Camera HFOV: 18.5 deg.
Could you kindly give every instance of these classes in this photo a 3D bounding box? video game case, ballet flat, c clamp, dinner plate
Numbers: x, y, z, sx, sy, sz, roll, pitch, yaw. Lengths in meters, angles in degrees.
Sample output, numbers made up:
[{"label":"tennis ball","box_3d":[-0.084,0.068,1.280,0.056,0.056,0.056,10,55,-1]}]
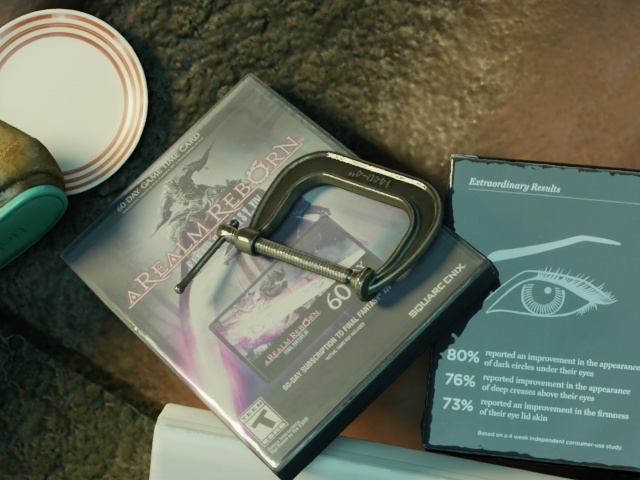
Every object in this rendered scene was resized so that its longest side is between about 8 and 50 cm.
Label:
[{"label":"video game case","box_3d":[-0.036,0.017,1.348,0.196,0.026,0.274,-44,52,-7]},{"label":"ballet flat","box_3d":[-0.336,0.032,1.419,0.342,0.116,0.124,-44,67,5]},{"label":"c clamp","box_3d":[0.000,0.000,1.316,0.160,0.022,0.137,13,60,33]},{"label":"dinner plate","box_3d":[-0.196,-0.101,1.461,0.141,0.017,0.141,-1,85,7]}]

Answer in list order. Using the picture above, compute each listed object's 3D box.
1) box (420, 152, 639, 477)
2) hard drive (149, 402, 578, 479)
[{"label":"box","box_3d":[0.157,0.051,1.358,0.153,0.108,0.207,6,84,8]},{"label":"hard drive","box_3d":[0.052,0.251,1.336,0.353,0.047,0.233,10,112,8]}]
